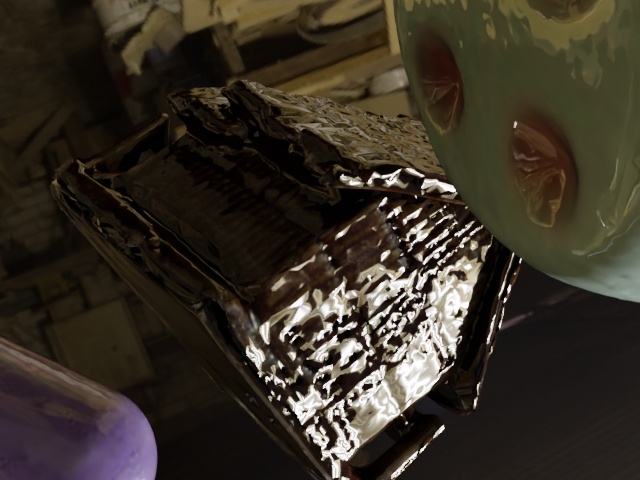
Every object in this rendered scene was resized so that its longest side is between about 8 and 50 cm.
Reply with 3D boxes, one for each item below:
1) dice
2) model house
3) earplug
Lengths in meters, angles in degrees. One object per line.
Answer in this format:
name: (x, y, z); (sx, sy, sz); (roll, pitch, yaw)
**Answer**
dice: (0.203, -0.142, 0.443); (0.264, 0.268, 0.262); (-17, -143, -13)
model house: (0.000, 0.000, 0.699); (0.282, 0.297, 0.317); (-43, -133, -16)
earplug: (-0.392, 0.182, 0.865); (0.215, 0.456, 0.215); (-157, -90, -90)
